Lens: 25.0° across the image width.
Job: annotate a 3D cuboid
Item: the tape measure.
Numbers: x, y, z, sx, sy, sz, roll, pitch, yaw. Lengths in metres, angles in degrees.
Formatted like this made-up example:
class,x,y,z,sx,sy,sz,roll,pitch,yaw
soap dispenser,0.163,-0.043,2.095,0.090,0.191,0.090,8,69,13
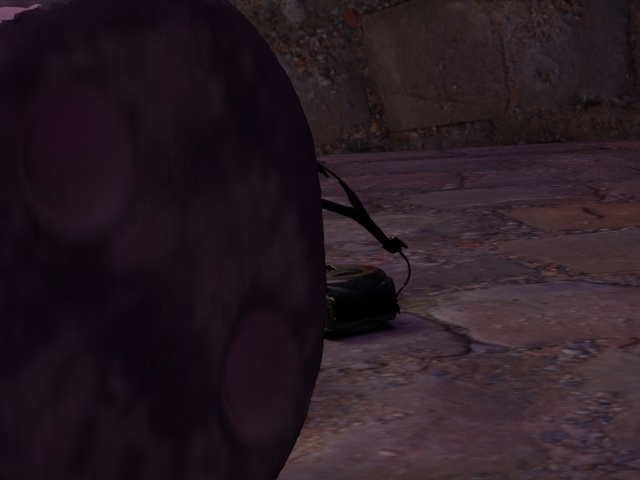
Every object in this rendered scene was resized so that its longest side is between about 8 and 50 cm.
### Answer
class,x,y,z,sx,sy,sz,roll,pitch,yaw
tape measure,0.003,-0.002,1.229,0.104,0.180,0.107,-27,21,-32

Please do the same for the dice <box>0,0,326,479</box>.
class,x,y,z,sx,sy,sz,roll,pitch,yaw
dice,-0.172,0.015,0.723,0.270,0.271,0.270,2,9,35
